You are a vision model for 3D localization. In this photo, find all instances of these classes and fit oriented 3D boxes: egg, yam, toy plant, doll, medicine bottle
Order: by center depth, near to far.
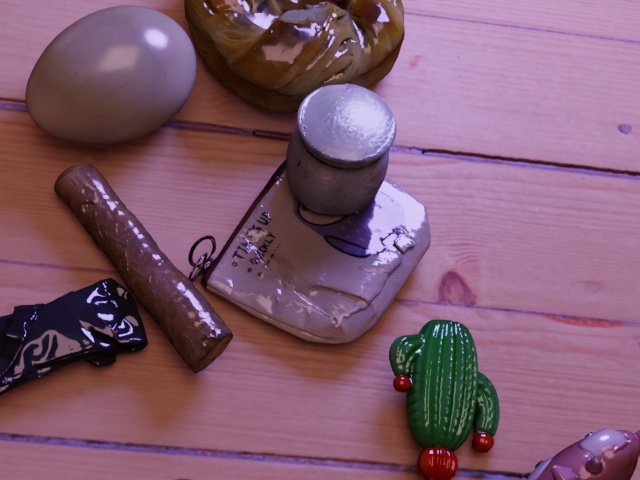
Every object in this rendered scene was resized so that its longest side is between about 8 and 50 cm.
[{"bbox_3d":[0.330,0.325,1.711,0.262,0.211,0.093,-40,71,19],"label":"doll"},{"bbox_3d":[0.179,0.227,1.793,0.155,0.088,0.240,-10,74,-30],"label":"toy plant"},{"bbox_3d":[-0.250,0.029,1.799,0.081,0.081,0.356,-33,72,-22],"label":"yam"},{"bbox_3d":[0.027,-0.129,1.844,0.147,0.143,0.147,4,55,-6],"label":"medicine bottle"},{"bbox_3d":[-0.300,-0.233,1.855,0.254,0.188,0.188,-29,74,-14],"label":"egg"}]

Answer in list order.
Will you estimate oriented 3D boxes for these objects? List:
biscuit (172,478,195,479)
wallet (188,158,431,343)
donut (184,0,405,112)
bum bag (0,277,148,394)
[{"bbox_3d":[-0.242,0.394,1.664,0.240,0.035,0.158,-31,77,-21],"label":"biscuit"},{"bbox_3d":[-0.002,0.001,1.871,0.275,0.068,0.335,32,63,7],"label":"wallet"},{"bbox_3d":[-0.038,-0.357,1.974,0.361,0.170,0.360,4,64,-7],"label":"donut"},{"bbox_3d":[-0.361,0.129,1.743,0.248,0.060,0.123,-17,61,-27],"label":"bum bag"}]
